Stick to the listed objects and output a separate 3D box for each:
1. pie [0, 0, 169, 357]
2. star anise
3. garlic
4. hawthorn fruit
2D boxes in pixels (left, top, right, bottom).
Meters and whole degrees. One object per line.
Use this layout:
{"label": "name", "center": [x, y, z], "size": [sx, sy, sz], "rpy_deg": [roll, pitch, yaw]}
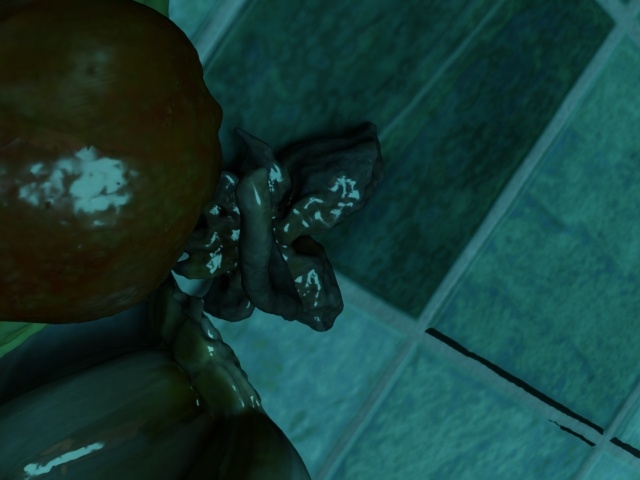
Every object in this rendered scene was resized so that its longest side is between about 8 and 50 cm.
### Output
{"label": "pie", "center": [-0.187, -0.068, 0.459], "size": [0.306, 0.071, 0.306], "rpy_deg": [-15, 120, -28]}
{"label": "star anise", "center": [0.000, 0.000, 0.519], "size": [0.148, 0.227, 0.218], "rpy_deg": [-42, 123, -2]}
{"label": "garlic", "center": [-0.114, 0.098, 0.526], "size": [0.256, 0.207, 0.207], "rpy_deg": [38, 89, -40]}
{"label": "hawthorn fruit", "center": [-0.111, -0.033, 0.401], "size": [0.138, 0.133, 0.133], "rpy_deg": [-15, 119, -32]}
